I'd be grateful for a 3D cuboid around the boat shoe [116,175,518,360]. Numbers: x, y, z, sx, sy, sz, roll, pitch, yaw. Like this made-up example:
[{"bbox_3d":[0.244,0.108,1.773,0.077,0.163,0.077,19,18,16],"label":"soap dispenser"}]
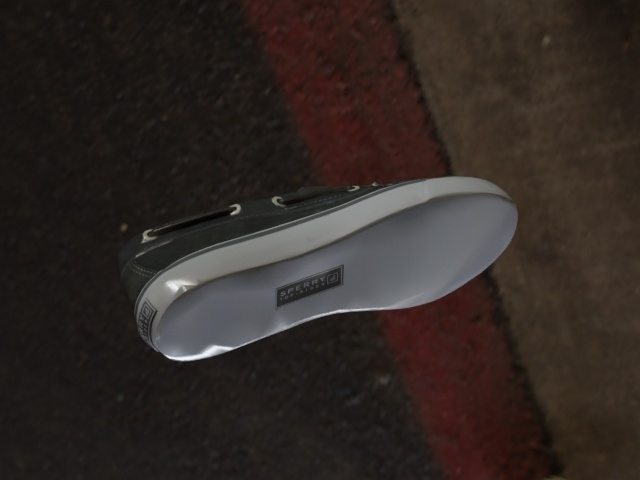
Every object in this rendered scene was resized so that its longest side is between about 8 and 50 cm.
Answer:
[{"bbox_3d":[0.000,0.000,0.552,0.040,0.142,0.049,52,145,40],"label":"boat shoe"}]
